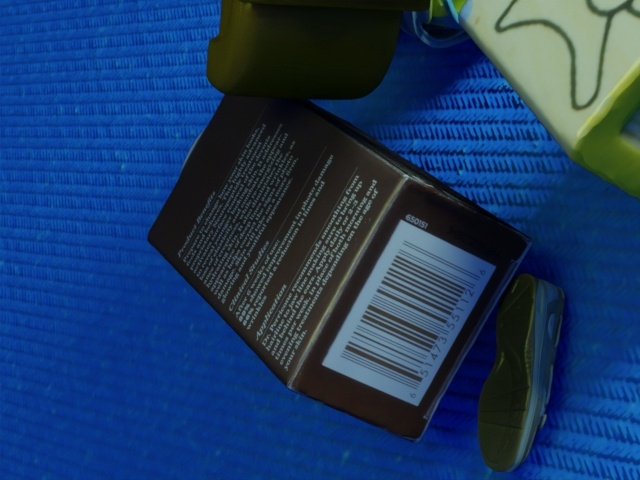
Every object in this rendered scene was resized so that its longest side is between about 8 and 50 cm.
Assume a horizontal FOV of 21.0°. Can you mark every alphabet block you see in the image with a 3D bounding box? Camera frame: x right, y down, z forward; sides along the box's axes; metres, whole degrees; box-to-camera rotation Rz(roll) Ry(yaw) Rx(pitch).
[{"bbox_3d":[0.249,-0.144,1.227,0.192,0.193,0.197,-52,37,19],"label":"alphabet block"}]

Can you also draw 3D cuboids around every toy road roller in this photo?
[{"bbox_3d":[0.007,-0.217,1.371,0.329,0.202,0.241,-137,49,-65],"label":"toy road roller"}]

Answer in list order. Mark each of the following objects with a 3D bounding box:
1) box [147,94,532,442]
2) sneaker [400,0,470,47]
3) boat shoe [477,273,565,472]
[{"bbox_3d":[0.000,0.000,1.464,0.191,0.143,0.381,-61,30,6],"label":"box"},{"bbox_3d":[0.056,-0.216,1.580,0.319,0.127,0.208,-57,49,37],"label":"sneaker"},{"bbox_3d":[0.158,0.104,1.324,0.056,0.048,0.153,-12,66,50],"label":"boat shoe"}]
